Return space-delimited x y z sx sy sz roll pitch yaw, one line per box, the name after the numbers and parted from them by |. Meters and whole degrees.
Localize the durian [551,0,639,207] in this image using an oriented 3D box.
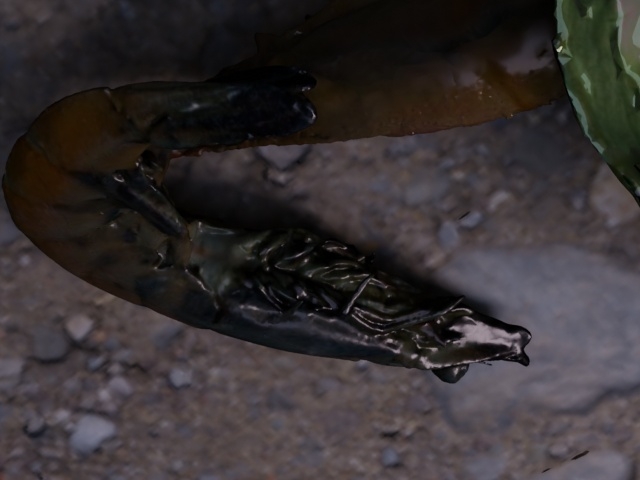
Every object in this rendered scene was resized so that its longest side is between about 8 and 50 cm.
0.236 -0.009 0.481 0.198 0.163 0.394 -32 100 -6 | durian

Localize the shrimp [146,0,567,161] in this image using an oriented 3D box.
0.018 -0.090 0.588 0.262 0.117 0.066 -10 152 19 | shrimp

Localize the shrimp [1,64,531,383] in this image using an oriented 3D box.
0.000 0.000 0.582 0.262 0.051 0.198 19 155 -13 | shrimp
